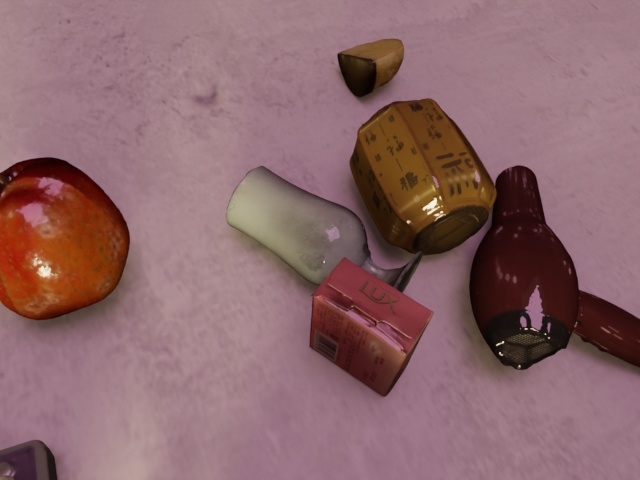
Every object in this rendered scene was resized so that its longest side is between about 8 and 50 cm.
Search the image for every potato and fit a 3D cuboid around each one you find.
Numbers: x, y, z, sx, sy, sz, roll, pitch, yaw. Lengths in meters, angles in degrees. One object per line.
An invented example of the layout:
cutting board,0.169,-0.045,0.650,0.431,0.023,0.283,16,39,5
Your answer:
potato,0.094,-0.285,0.902,0.103,0.066,0.096,-25,39,-19

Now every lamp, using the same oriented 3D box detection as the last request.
lamp,0.130,-0.084,0.725,0.161,0.161,0.185,-10,59,-16

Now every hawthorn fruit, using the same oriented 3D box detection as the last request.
hawthorn fruit,-0.297,-0.017,0.577,0.157,0.194,0.157,-16,37,12

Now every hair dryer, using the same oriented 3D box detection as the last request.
hair dryer,0.354,0.070,0.711,0.340,0.123,0.312,28,45,-4

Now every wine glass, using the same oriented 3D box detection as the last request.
wine glass,0.000,0.000,0.674,0.231,0.103,0.103,30,56,16

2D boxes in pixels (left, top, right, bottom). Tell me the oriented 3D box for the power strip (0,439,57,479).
power strip,-0.350,0.231,0.486,0.215,0.061,0.145,-13,53,-19

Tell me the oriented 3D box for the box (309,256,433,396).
box,0.048,0.096,0.585,0.111,0.156,0.060,33,64,14

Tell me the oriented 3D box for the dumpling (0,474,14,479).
dumpling,-0.240,0.279,0.398,0.134,0.100,0.169,-38,92,-12
